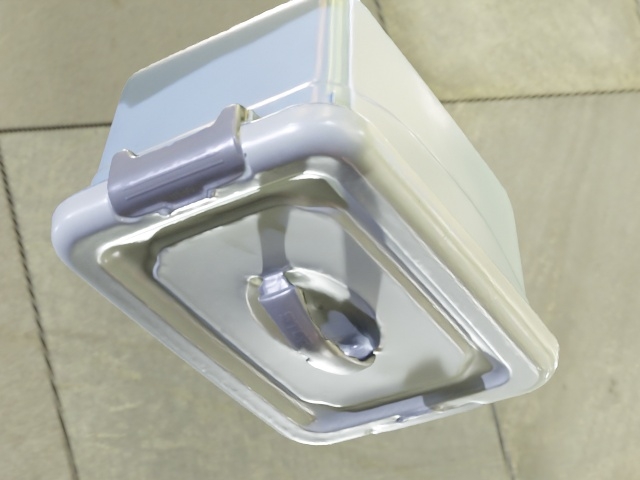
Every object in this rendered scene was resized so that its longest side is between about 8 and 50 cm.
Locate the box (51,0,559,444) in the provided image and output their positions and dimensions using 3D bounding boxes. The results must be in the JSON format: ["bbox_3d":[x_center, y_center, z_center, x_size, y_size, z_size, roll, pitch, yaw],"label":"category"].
[{"bbox_3d":[0.000,0.000,0.590,0.227,0.162,0.130,44,37,-41],"label":"box"}]
